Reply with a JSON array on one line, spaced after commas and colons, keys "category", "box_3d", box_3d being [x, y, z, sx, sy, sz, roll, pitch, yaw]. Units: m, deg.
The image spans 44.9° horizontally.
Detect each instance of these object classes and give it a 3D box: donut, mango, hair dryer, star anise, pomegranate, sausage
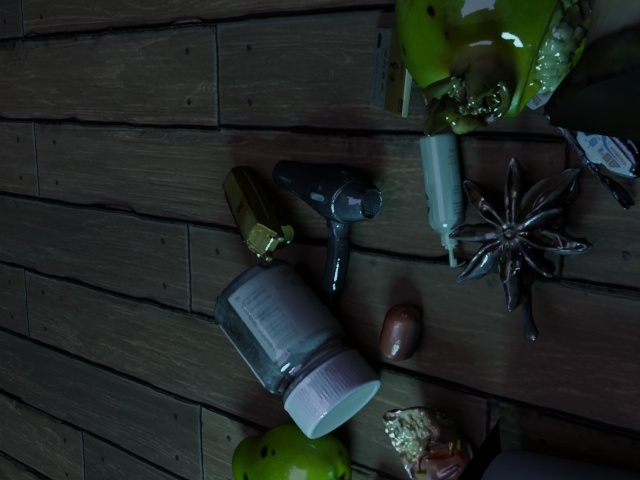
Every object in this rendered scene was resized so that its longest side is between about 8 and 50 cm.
[{"category": "donut", "box_3d": [0.176, 0.352, 1.112, 0.085, 0.199, 0.232, -31, 40, 23]}, {"category": "mango", "box_3d": [-0.061, 0.408, 1.364, 0.293, 0.143, 0.175, -18, 84, 51]}, {"category": "hair dryer", "box_3d": [0.000, 0.000, 1.276, 0.236, 0.091, 0.271, 22, 116, 46]}, {"category": "star anise", "box_3d": [0.267, 0.005, 1.034, 0.209, 0.089, 0.231, 23, 108, 44]}, {"category": "pomegranate", "box_3d": [0.198, -0.251, 0.900, 0.261, 0.340, 0.260, 18, 142, 15]}, {"category": "sausage", "box_3d": [0.125, 0.145, 1.203, 0.054, 0.059, 0.094, 19, 108, 31]}]

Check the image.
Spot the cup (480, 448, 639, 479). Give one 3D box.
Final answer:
[{"category": "cup", "box_3d": [0.365, 0.401, 0.915, 0.372, 0.253, 0.253, -1, 98, 39]}]

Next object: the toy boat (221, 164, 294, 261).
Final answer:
[{"category": "toy boat", "box_3d": [-0.108, -0.053, 1.337, 0.068, 0.088, 0.226, -58, 38, 26]}]

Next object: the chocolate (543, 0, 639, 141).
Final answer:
[{"category": "chocolate", "box_3d": [0.413, -0.255, 0.738, 0.326, 0.314, 0.296, 151, 125, -72]}]

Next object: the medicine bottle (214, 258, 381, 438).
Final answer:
[{"category": "medicine bottle", "box_3d": [-0.041, 0.176, 1.284, 0.273, 0.165, 0.165, 50, 126, 21]}]

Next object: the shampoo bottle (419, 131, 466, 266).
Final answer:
[{"category": "shampoo bottle", "box_3d": [0.181, -0.057, 1.119, 0.056, 0.056, 0.195, -4, 94, 41]}]

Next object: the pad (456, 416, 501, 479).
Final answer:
[{"category": "pad", "box_3d": [0.197, 0.402, 0.992, 0.007, 0.368, 0.247, -1, 96, 26]}]

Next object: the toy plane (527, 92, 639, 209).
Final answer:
[{"category": "toy plane", "box_3d": [0.342, -0.135, 0.970, 0.197, 0.053, 0.078, 50, 135, 17]}]

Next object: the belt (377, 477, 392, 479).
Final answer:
[{"category": "belt", "box_3d": [0.164, 0.467, 1.221, 0.232, 0.071, 0.053, 32, 133, 34]}]

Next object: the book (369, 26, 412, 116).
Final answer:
[{"category": "book", "box_3d": [0.102, -0.246, 1.114, 0.172, 0.012, 0.118, -127, 40, -71]}]
